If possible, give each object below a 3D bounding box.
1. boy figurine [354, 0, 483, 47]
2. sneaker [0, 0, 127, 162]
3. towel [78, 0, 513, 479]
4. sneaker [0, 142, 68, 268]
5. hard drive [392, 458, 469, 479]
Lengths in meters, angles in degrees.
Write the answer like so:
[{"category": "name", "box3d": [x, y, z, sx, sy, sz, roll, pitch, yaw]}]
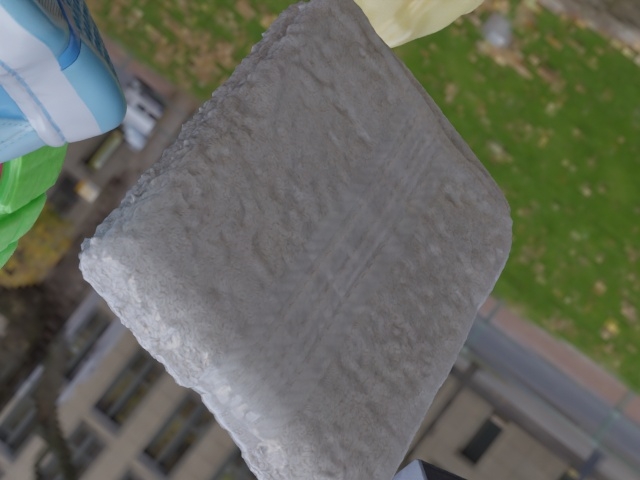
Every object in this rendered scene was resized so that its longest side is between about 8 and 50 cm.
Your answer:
[{"category": "boy figurine", "box3d": [0.118, -0.225, 0.948, 0.177, 0.285, 0.092, 26, -156, -19]}, {"category": "sneaker", "box3d": [-0.200, -0.073, 0.604, 0.319, 0.208, 0.127, 66, -179, -75]}, {"category": "towel", "box3d": [0.000, 0.000, 0.838, 0.049, 0.282, 0.187, -30, 106, 38]}, {"category": "sneaker", "box3d": [-0.293, -0.173, 1.151, 0.202, 0.483, 0.185, 3, 179, 30]}, {"category": "hard drive", "box3d": [0.071, 0.310, 1.461, 0.172, 0.255, 0.054, 26, -150, -27]}]
